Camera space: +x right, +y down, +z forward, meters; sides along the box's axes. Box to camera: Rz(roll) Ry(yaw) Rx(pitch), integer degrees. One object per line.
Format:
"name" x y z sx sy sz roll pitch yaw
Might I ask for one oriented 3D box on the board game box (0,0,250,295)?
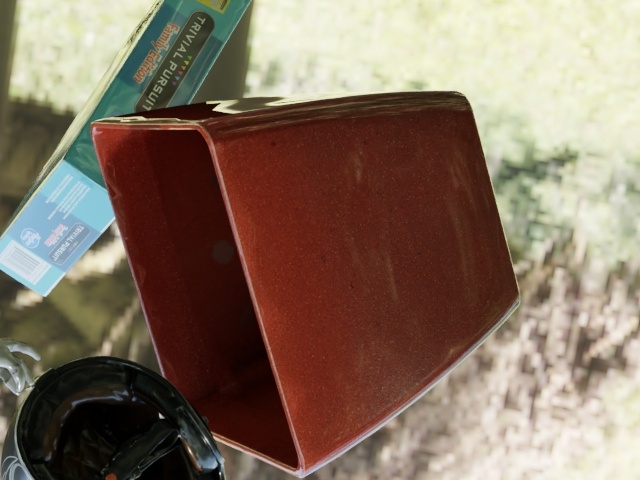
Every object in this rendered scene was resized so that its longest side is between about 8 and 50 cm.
"board game box" -0.200 -0.131 1.847 0.079 0.336 0.254 35 146 -11

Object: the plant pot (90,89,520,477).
"plant pot" 0.000 0.000 1.404 0.235 0.267 0.267 -20 -168 -22

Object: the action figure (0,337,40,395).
"action figure" -0.261 0.087 1.125 0.141 0.276 0.164 14 157 -39

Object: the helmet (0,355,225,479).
"helmet" -0.150 0.176 1.295 0.169 0.169 0.161 11 148 6

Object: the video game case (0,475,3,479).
"video game case" -0.212 0.168 0.763 0.206 0.227 0.026 -14 -128 2
